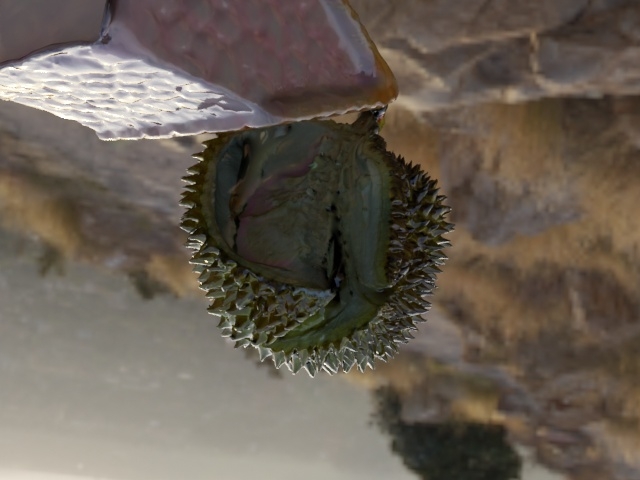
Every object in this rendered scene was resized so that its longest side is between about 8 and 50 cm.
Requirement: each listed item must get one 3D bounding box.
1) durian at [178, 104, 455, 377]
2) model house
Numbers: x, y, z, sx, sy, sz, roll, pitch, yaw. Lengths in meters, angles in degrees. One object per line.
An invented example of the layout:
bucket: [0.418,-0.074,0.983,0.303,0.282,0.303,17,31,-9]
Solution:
durian: [0.000,0.000,0.956,0.193,0.237,0.138,18,138,17]
model house: [-0.089,-0.175,0.857,0.202,0.237,0.237,-8,158,43]
